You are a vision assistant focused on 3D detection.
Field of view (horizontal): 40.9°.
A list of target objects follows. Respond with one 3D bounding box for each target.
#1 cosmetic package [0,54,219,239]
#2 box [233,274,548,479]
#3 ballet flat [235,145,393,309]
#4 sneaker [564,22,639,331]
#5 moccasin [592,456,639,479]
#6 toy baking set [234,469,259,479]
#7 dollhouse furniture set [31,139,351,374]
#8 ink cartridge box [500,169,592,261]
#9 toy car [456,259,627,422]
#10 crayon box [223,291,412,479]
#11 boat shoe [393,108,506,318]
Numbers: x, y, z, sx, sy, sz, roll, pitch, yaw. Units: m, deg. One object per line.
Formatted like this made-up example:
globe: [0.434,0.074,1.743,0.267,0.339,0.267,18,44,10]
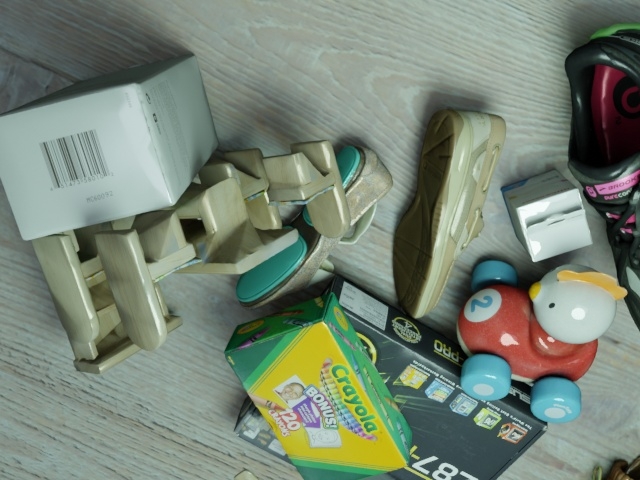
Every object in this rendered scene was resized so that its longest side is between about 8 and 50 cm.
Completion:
cosmetic package: [-0.266,-0.140,1.134,0.197,0.365,0.155,-13,105,7]
box: [0.107,0.275,1.373,0.395,0.097,0.318,31,121,-9]
ballet flat: [0.000,0.000,1.318,0.106,0.107,0.316,29,110,-37]
sneaker: [0.430,-0.057,1.183,0.202,0.185,0.482,-12,85,-38]
moccasin: [0.522,0.418,1.418,0.380,0.139,0.147,-37,102,11]
toy baking set: [-0.118,0.537,1.523,0.197,0.030,0.256,19,107,-5]
dollhouse furniture set: [-0.203,0.047,1.191,0.394,0.362,0.256,-1,111,40]
ink cartridge box: [0.335,-0.036,1.273,0.092,0.143,0.089,-19,106,7]
toy car: [0.328,0.099,1.232,0.210,0.219,0.238,19,139,-4]
crayon box: [0.002,0.227,1.262,0.165,0.081,0.278,-21,112,21]
boat shoe: [0.196,-0.029,1.289,0.110,0.121,0.341,-1,122,-22]
